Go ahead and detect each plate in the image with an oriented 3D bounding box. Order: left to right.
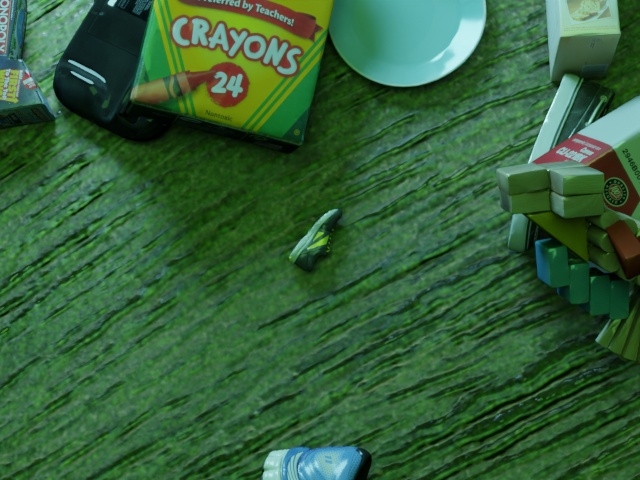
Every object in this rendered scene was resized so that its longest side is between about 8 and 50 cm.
[{"bbox_3d":[0.101,-0.266,1.724,0.188,0.024,0.188,-1,76,4],"label":"plate"}]

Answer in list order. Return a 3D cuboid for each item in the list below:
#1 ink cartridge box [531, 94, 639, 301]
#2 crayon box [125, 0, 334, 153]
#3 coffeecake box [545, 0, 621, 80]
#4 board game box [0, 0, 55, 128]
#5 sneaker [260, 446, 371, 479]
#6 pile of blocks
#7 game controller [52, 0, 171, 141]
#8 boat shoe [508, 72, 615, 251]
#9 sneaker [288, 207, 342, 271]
[{"bbox_3d":[0.398,-0.065,1.563,0.273,0.114,0.197,-32,104,-4],"label":"ink cartridge box"},{"bbox_3d":[-0.088,-0.279,1.670,0.202,0.081,0.318,13,83,-11],"label":"crayon box"},{"bbox_3d":[0.292,-0.292,1.651,0.068,0.142,0.185,-3,76,4],"label":"coffeecake box"},{"bbox_3d":[-0.408,-0.206,1.739,0.194,0.060,0.194,5,77,5],"label":"board game box"},{"bbox_3d":[0.038,0.368,1.520,0.147,0.130,0.330,-14,75,4],"label":"sneaker"},{"bbox_3d":[0.324,0.049,1.456,0.362,0.112,0.149,31,95,-13],"label":"pile of blocks"},{"bbox_3d":[-0.188,-0.275,1.743,0.166,0.067,0.319,25,79,25],"label":"game controller"},{"bbox_3d":[0.270,-0.083,1.635,0.070,0.078,0.219,20,77,11],"label":"boat shoe"},{"bbox_3d":[0.000,0.000,1.668,0.035,0.031,0.083,41,87,0],"label":"sneaker"}]
